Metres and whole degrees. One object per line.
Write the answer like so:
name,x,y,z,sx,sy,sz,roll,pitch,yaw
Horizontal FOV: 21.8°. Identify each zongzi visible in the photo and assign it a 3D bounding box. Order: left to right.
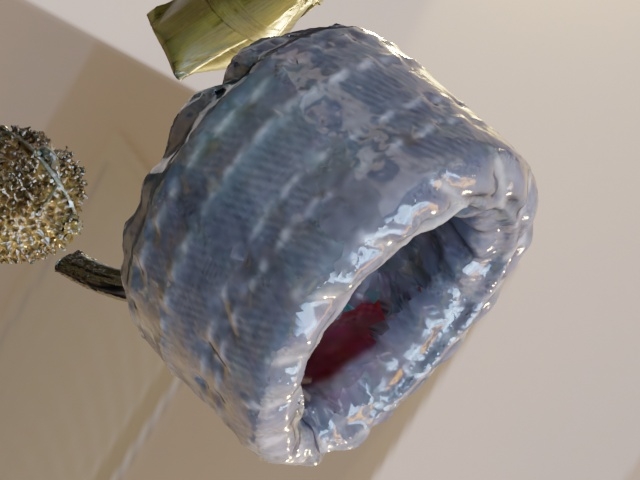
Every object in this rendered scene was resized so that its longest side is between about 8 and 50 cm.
zongzi,-0.039,-0.242,1.686,0.205,0.204,0.094,-31,-104,29

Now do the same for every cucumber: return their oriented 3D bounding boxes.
cucumber,-0.203,0.040,1.620,0.135,0.033,0.034,20,-118,34

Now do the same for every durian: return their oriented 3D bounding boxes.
durian,-0.167,-0.023,0.884,0.080,0.091,0.080,39,-42,45

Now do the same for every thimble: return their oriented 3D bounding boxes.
thimble,0.000,0.000,0.976,0.172,0.205,0.236,43,-60,30
